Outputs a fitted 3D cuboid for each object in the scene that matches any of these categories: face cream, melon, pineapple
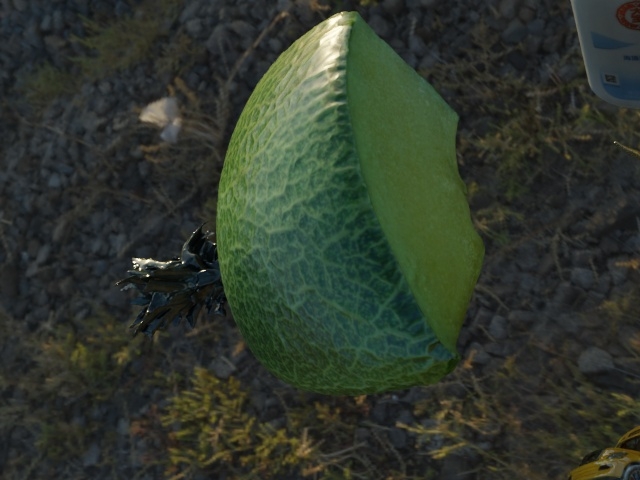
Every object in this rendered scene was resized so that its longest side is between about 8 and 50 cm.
[{"bbox_3d":[0.367,-0.277,0.952,0.163,0.337,0.080,5,63,28],"label":"face cream"},{"bbox_3d":[0.000,0.000,0.823,0.343,0.226,0.331,-33,75,45],"label":"melon"},{"bbox_3d":[-0.159,0.051,1.340,0.165,0.364,0.165,24,119,54],"label":"pineapple"}]

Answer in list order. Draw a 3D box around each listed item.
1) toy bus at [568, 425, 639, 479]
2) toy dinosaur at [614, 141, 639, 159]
[{"bbox_3d":[0.270,0.188,0.629,0.069,0.162,0.074,124,169,-60],"label":"toy bus"},{"bbox_3d":[0.369,-0.047,0.797,0.126,0.162,0.039,-102,36,-73],"label":"toy dinosaur"}]
